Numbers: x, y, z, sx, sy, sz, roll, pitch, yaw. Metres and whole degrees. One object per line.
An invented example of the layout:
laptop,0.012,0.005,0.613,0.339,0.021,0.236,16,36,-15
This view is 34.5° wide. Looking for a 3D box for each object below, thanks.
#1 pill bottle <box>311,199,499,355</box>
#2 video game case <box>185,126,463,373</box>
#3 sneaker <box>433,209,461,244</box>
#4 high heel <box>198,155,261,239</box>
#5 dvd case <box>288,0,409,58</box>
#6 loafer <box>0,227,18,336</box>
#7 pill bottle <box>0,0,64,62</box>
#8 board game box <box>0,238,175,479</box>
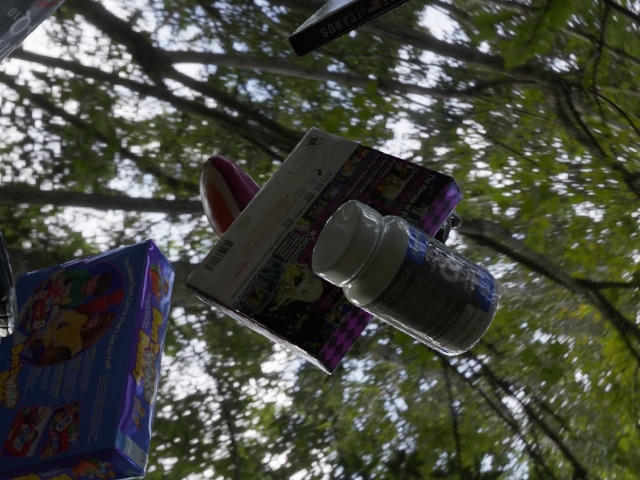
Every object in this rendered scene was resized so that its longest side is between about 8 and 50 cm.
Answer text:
pill bottle,0.066,0.028,0.811,0.137,0.078,0.078,30,-73,-22
video game case,0.000,0.000,1.072,0.210,0.042,0.232,24,-111,41
sneaker,0.087,0.001,1.332,0.229,0.086,0.132,-30,-115,-20
high heel,-0.038,-0.021,1.431,0.181,0.377,0.127,-42,-128,-16
dvd case,0.071,-0.271,1.108,0.179,0.238,0.029,-25,-75,20
loafer,-0.262,0.005,0.788,0.062,0.061,0.170,6,-46,8
pill bottle,-0.357,-0.220,0.877,0.363,0.210,0.210,-43,-103,3
board game box,-0.340,0.177,1.437,0.233,0.078,0.347,-14,-134,18
